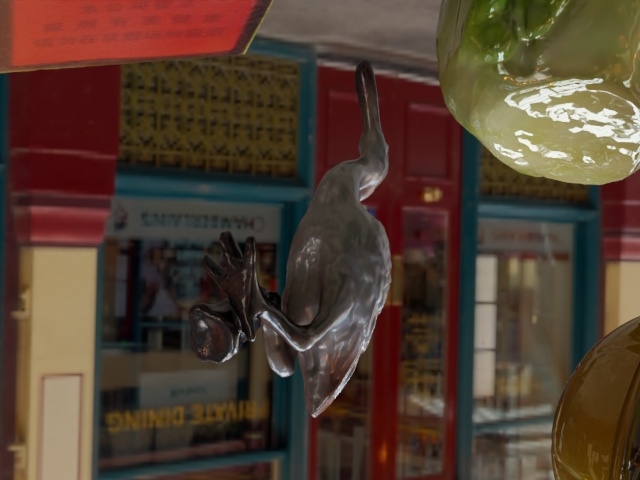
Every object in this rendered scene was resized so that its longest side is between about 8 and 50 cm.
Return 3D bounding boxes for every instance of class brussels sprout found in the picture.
[{"bbox_3d":[0.199,-0.178,0.734,0.227,0.294,0.259,15,154,13],"label":"brussels sprout"}]

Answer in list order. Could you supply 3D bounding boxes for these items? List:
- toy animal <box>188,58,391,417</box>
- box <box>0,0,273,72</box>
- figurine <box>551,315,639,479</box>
[{"bbox_3d":[0.012,0.009,0.910,0.090,0.195,0.324,3,-141,31],"label":"toy animal"},{"bbox_3d":[-0.089,-0.158,0.518,0.153,0.074,0.240,-3,168,-17],"label":"box"},{"bbox_3d":[0.230,0.128,0.575,0.167,0.192,0.257,19,180,-19],"label":"figurine"}]
